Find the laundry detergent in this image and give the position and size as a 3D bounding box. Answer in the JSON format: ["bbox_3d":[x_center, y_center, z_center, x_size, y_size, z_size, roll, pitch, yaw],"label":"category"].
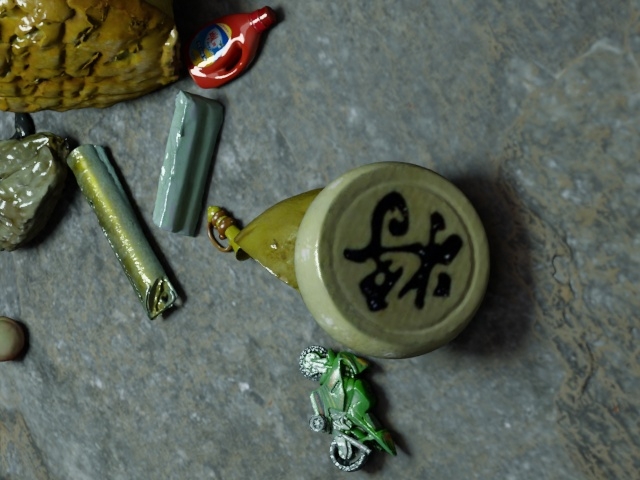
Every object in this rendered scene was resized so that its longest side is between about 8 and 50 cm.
[{"bbox_3d":[-0.136,-0.308,1.555,0.165,0.049,0.097,-26,82,27],"label":"laundry detergent"}]

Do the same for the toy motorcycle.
[{"bbox_3d":[0.038,0.230,1.424,0.106,0.074,0.190,-26,75,19],"label":"toy motorcycle"}]

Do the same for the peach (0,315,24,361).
[{"bbox_3d":[-0.570,0.178,1.789,0.083,0.083,0.083,-1,88,31],"label":"peach"}]

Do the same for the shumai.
[{"bbox_3d":[-0.560,-0.087,1.710,0.218,0.185,0.184,-30,65,41],"label":"shumai"}]

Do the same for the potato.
[{"bbox_3d":[0.000,0.000,1.403,0.203,0.178,0.158,33,89,41],"label":"potato"}]

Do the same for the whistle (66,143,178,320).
[{"bbox_3d":[-0.328,-0.019,1.657,0.068,0.057,0.326,-40,69,25],"label":"whistle"}]

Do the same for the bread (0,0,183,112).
[{"bbox_3d":[-0.395,-0.332,1.534,0.398,0.398,0.215,-16,71,30],"label":"bread"}]

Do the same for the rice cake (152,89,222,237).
[{"bbox_3d":[-0.211,-0.118,1.574,0.040,0.085,0.226,18,98,38],"label":"rice cake"}]

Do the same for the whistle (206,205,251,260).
[{"bbox_3d":[-0.142,-0.010,1.563,0.046,0.057,0.109,-33,53,-21],"label":"whistle"}]

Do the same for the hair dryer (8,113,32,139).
[{"bbox_3d":[-0.560,-0.204,1.827,0.083,0.031,0.079,-40,58,33],"label":"hair dryer"}]

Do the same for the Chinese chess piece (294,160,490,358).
[{"bbox_3d":[0.093,0.025,1.293,0.104,0.257,0.257,151,112,-71],"label":"Chinese chess piece"}]
